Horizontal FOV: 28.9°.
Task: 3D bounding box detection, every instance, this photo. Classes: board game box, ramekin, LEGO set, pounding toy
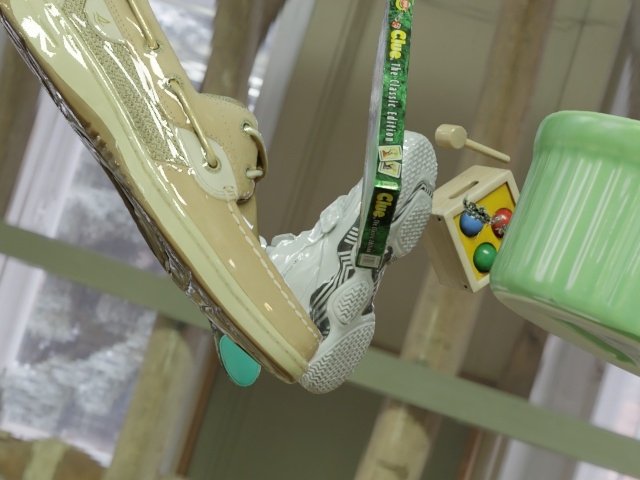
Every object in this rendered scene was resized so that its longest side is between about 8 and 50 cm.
[{"bbox_3d":[0.064,-0.115,1.221,0.030,0.259,0.136,9,-34,-4],"label":"board game box"},{"bbox_3d":[0.283,0.032,0.983,0.303,0.148,0.303,26,-4,2],"label":"ramekin"},{"bbox_3d":[0.179,-0.023,1.355,0.054,0.023,0.083,23,18,-26],"label":"LEGO set"},{"bbox_3d":[0.223,-0.064,1.720,0.094,0.181,0.206,16,-46,58],"label":"pounding toy"}]

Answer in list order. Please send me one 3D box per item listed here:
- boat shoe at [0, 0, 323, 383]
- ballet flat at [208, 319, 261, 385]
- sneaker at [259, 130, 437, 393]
[{"bbox_3d":[-0.090,-0.058,0.860,0.341,0.110,0.121,55,-13,-1],"label":"boat shoe"},{"bbox_3d":[-0.079,0.072,1.095,0.041,0.114,0.041,-15,19,5],"label":"ballet flat"},{"bbox_3d":[0.000,0.000,1.635,0.210,0.365,0.137,29,14,28],"label":"sneaker"}]
